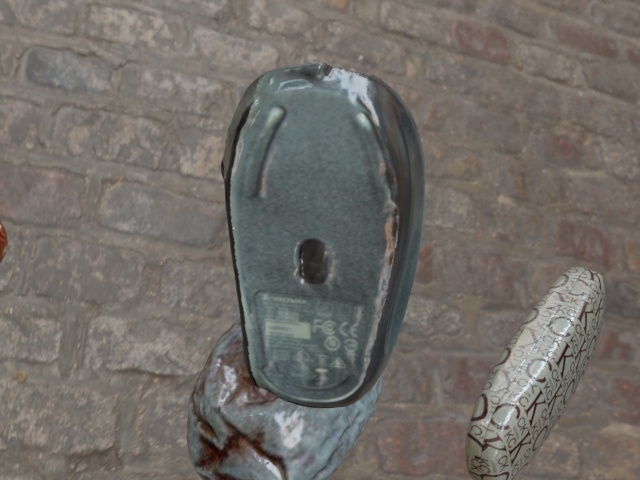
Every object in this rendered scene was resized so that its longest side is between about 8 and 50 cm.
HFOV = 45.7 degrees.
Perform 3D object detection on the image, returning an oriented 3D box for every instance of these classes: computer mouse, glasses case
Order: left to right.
[{"bbox_3d":[-0.001,-0.002,0.770,0.204,0.373,0.114,8,26,7],"label":"computer mouse"},{"bbox_3d":[0.286,0.168,0.983,0.085,0.137,0.355,19,43,32],"label":"glasses case"}]

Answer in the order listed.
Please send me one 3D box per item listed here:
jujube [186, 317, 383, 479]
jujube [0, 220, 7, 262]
[{"bbox_3d":[-0.051,0.225,1.073,0.247,0.215,0.308,29,56,30],"label":"jujube"},{"bbox_3d":[-0.479,-0.013,0.942,0.176,0.112,0.109,22,48,-44],"label":"jujube"}]
